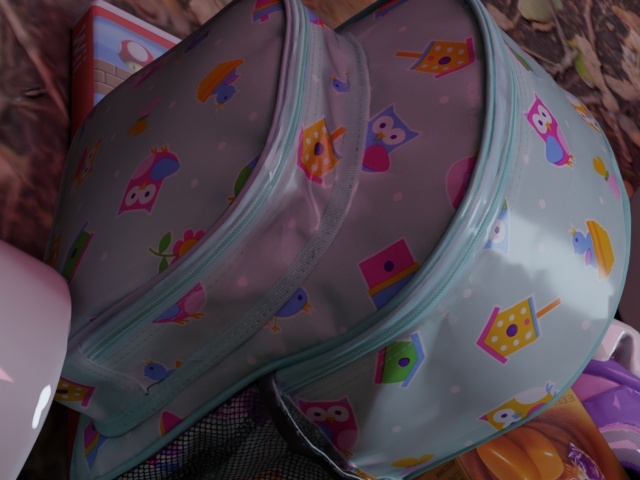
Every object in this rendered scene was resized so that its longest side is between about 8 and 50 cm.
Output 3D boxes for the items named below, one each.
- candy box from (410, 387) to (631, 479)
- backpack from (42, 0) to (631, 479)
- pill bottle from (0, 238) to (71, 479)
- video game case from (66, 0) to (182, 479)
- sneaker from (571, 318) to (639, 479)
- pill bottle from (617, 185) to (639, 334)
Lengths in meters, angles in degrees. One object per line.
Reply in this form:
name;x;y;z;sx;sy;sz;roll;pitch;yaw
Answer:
candy box;0.110;0.154;0.536;0.109;0.053;0.187;-2;55;-48
backpack;0.000;0.000;0.431;0.144;0.188;0.166;46;31;-34
pill bottle;-0.188;0.003;0.333;0.229;0.131;0.131;30;39;-27
video game case;-0.022;0.033;0.589;0.204;0.025;0.285;23;42;-33
sneaker;0.189;0.142;0.673;0.236;0.095;0.105;34;44;-14
pill bottle;0.338;0.017;0.865;0.334;0.188;0.188;2;56;-48
